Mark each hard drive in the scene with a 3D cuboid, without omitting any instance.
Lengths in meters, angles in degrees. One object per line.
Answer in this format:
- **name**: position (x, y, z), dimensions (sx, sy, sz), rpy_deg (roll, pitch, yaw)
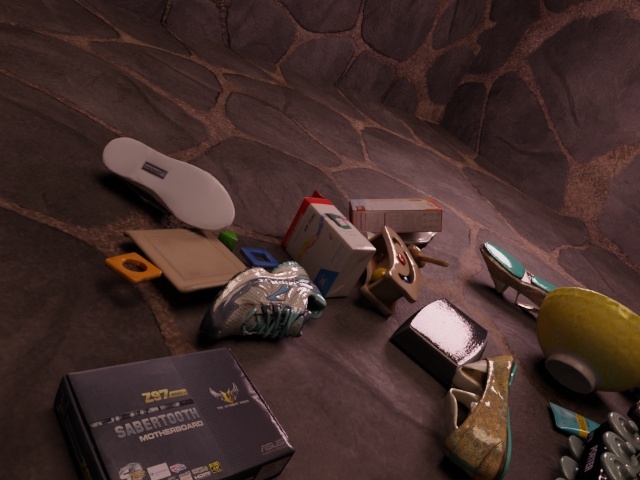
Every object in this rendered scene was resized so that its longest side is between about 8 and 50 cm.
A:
- **hard drive**: position (0.272, 0.208, 1.146), dimensions (0.172, 0.054, 0.255), rpy_deg (39, 26, 20)

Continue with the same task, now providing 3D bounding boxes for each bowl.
- **bowl**: position (0.627, 0.267, 1.258), dimensions (0.289, 0.289, 0.156), rpy_deg (39, 69, 20)

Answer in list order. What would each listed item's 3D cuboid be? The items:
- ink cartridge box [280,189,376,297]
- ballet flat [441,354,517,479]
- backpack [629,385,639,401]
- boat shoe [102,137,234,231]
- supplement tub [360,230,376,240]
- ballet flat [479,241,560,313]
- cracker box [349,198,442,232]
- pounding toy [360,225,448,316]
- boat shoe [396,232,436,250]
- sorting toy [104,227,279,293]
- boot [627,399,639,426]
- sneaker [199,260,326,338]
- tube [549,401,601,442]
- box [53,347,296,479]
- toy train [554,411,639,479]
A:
- **ink cartridge box**: position (0.000, 0.000, 1.154), dimensions (0.078, 0.134, 0.231), rpy_deg (2, 36, -44)
- **ballet flat**: position (0.286, 0.287, 0.952), dimensions (0.123, 0.123, 0.348), rpy_deg (34, 26, 9)
- **backpack**: position (0.872, 0.361, 1.423), dimensions (0.174, 0.116, 0.158), rpy_deg (18, 28, -26)
- **boat shoe**: position (-0.298, -0.100, 1.067), dimensions (0.301, 0.108, 0.102), rpy_deg (27, -15, 10)
- **supplement tub**: position (0.148, 0.023, 1.344), dimensions (0.107, 0.071, 0.071), rpy_deg (20, 26, -23)
- **ballet flat**: position (0.587, 0.133, 1.564), dimensions (0.316, 0.106, 0.108), rpy_deg (38, 33, 19)
- **cracker box**: position (0.196, -0.068, 1.420), dimensions (0.233, 0.067, 0.155), rpy_deg (0, 15, 1)
- **pounding toy**: position (0.185, 0.040, 1.206), dimensions (0.154, 0.155, 0.269), rpy_deg (53, 24, -7)
- **boat shoe**: position (0.257, -0.001, 1.497), dimensions (0.095, 0.079, 0.254), rpy_deg (34, 23, 14)
- **sorting toy**: position (-0.229, 0.040, 0.941), dimensions (0.196, 0.047, 0.348), rpy_deg (36, 22, 29)
- **boot**: position (0.779, 0.455, 1.181), dimensions (0.338, 0.118, 0.222), rpy_deg (23, 20, -39)
- **sneaker**: position (-0.079, 0.112, 0.893), dimensions (0.122, 0.110, 0.283), rpy_deg (42, 27, 17)
- **tube**: position (0.584, 0.412, 1.112), dimensions (0.207, 0.052, 0.080), rpy_deg (25, 18, 4)
- **box**: position (-0.170, 0.225, 0.635), dimensions (0.233, 0.059, 0.183), rpy_deg (2, 35, -46)
- **toy train**: position (0.518, 0.434, 0.905), dimensions (0.190, 0.142, 0.334), rpy_deg (52, 29, 17)
